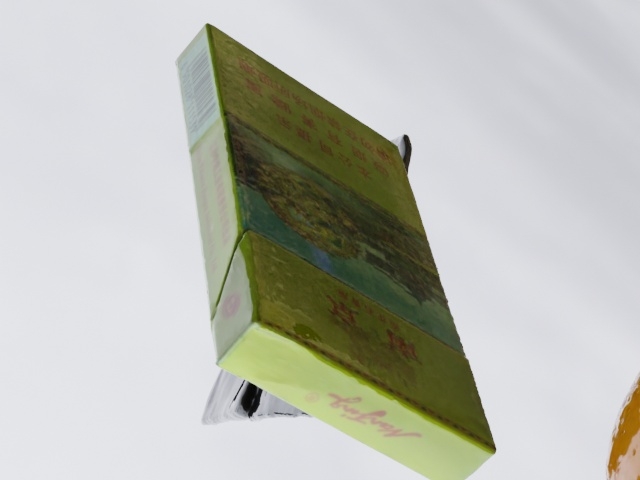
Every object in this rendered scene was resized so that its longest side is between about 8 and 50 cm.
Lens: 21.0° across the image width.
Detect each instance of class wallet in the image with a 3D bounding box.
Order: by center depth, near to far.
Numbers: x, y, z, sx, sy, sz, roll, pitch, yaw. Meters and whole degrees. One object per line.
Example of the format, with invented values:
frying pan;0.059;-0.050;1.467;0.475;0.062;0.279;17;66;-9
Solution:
wallet;-0.013;0.038;1.460;0.041;0.247;0.323;25;165;-17

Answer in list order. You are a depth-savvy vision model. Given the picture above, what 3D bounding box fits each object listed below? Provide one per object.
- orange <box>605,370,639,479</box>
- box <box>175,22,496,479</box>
orange;0.251;0.117;0.852;0.240;0.240;0.171;40;165;-10
box;0.000;0.000;1.119;0.187;0.047;0.335;32;-154;-28
